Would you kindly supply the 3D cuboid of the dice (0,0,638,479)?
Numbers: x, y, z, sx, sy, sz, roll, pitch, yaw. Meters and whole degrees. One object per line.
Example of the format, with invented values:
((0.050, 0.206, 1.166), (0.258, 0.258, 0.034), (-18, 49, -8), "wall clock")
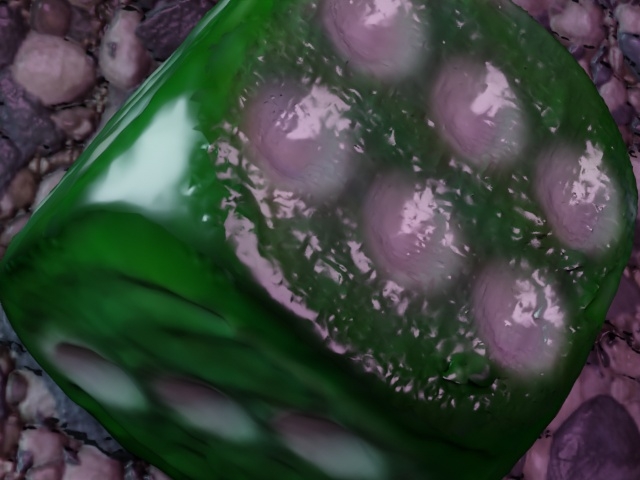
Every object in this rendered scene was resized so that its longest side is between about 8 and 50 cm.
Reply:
((0.000, 0.000, 1.160), (0.297, 0.300, 0.287), (39, 60, -10), "dice")
